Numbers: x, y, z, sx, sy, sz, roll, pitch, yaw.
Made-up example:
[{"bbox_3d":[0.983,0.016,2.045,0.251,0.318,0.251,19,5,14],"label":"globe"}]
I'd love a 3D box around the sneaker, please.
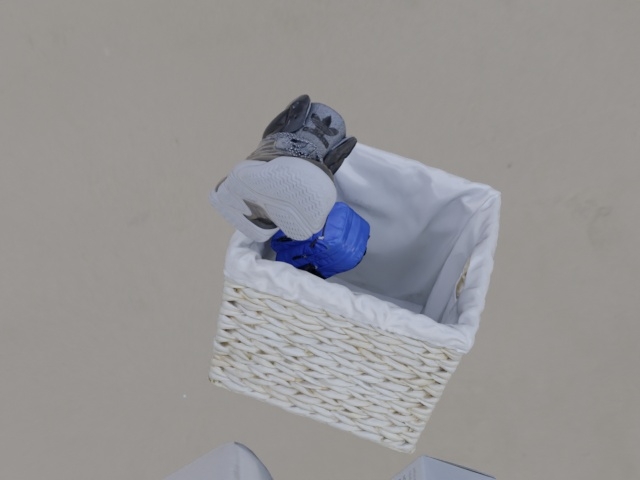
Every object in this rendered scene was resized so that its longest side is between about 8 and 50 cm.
[{"bbox_3d":[-0.023,-0.084,1.186,0.101,0.268,0.153,42,74,-12],"label":"sneaker"}]

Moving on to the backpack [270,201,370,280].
[{"bbox_3d":[0.000,0.000,1.568,0.101,0.120,0.098,40,50,-38],"label":"backpack"}]

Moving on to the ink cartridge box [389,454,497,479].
[{"bbox_3d":[0.057,0.259,0.850,0.072,0.175,0.127,22,43,-24],"label":"ink cartridge box"}]

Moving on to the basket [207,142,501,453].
[{"bbox_3d":[0.041,0.063,1.576,0.331,0.266,0.328,20,40,1],"label":"basket"}]

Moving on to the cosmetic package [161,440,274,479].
[{"bbox_3d":[-0.055,0.321,0.248,0.329,0.327,0.393,-30,97,-3],"label":"cosmetic package"}]
